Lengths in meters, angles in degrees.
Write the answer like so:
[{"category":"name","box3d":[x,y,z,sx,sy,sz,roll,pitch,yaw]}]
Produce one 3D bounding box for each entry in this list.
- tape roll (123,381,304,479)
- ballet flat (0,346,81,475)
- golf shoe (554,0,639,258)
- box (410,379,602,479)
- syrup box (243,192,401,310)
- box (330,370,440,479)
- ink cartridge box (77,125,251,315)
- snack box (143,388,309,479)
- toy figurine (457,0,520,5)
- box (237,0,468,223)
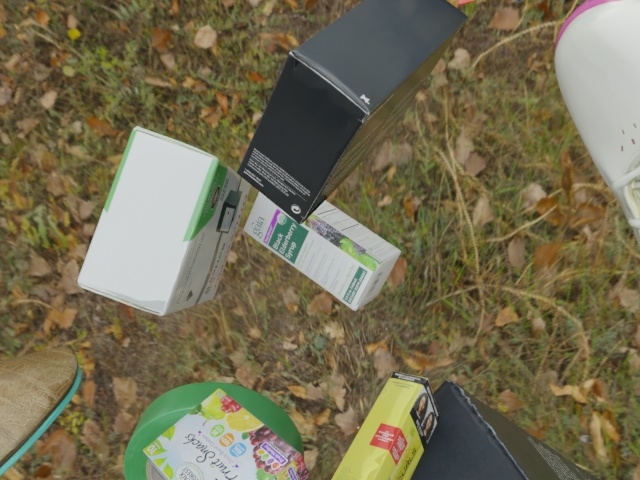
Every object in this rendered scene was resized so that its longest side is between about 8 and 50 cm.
[{"category":"tape roll","box3d":[-0.191,0.409,1.212,0.321,0.077,0.321,2,115,4]},{"category":"ballet flat","box3d":[-0.365,0.198,0.554,0.342,0.116,0.124,-44,120,-6]},{"category":"golf shoe","box3d":[0.211,0.012,0.321,0.140,0.115,0.306,-37,87,-30]},{"category":"box","box3d":[0.243,0.554,1.030,0.471,0.297,0.480,36,100,-28]},{"category":"syrup box","box3d":[0.000,0.000,1.069,0.236,0.096,0.093,35,116,18]},{"category":"box","box3d":[0.081,0.287,0.867,0.058,0.087,0.232,5,39,36]},{"category":"ink cartridge box","box3d":[-0.202,-0.021,0.942,0.121,0.289,0.211,19,90,3]},{"category":"snack box","box3d":[-0.094,0.215,0.640,0.100,0.037,0.141,-38,37,-26]},{"category":"toy figurine","box3d":[0.160,-0.396,0.849,0.191,0.217,0.363,-41,66,4]},{"category":"box","box3d":[0.039,-0.168,0.755,0.103,0.184,0.261,40,48,2]}]
